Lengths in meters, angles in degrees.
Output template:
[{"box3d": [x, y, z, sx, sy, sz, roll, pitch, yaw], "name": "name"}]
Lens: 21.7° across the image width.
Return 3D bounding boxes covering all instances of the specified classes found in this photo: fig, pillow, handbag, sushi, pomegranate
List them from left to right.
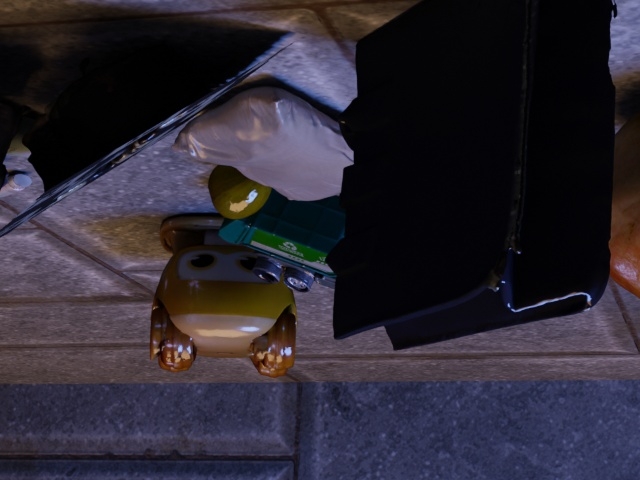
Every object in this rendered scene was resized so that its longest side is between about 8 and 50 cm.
[{"box3d": [-0.233, -0.125, 1.706, 0.296, 0.100, 0.373, -34, -176, -25], "name": "sushi"}, {"box3d": [-0.091, -0.068, 2.007, 0.088, 0.074, 0.074, -31, 149, 33], "name": "fig"}, {"box3d": [-0.038, -0.102, 1.867, 0.173, 0.067, 0.270, -14, 160, 32], "name": "pillow"}, {"box3d": [0.126, -0.067, 1.492, 0.122, 0.303, 0.329, 13, 163, -27], "name": "handbag"}, {"box3d": [0.409, -0.044, 1.721, 0.252, 0.229, 0.270, 9, 155, 4], "name": "pomegranate"}]

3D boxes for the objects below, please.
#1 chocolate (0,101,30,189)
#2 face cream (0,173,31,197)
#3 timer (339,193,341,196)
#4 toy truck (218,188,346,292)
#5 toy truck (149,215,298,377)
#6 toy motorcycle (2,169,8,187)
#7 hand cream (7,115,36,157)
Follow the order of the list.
[{"box3d": [-0.444, -0.042, 1.682, 0.213, 0.303, 0.303, 22, 162, -12], "name": "chocolate"}, {"box3d": [-0.408, -0.067, 2.154, 0.038, 0.020, 0.115, 10, 165, -32], "name": "face cream"}, {"box3d": [0.128, -0.045, 2.086, 0.187, 0.055, 0.144, 12, 163, -15], "name": "timer"}, {"box3d": [0.000, 0.000, 2.081, 0.253, 0.114, 0.124, 19, 158, 15], "name": "toy truck"}, {"box3d": [-0.133, 0.084, 2.340, 0.204, 0.211, 0.288, 2, 170, -2], "name": "toy truck"}, {"box3d": [-0.478, -0.031, 2.065, 0.215, 0.080, 0.122, -29, -176, -4], "name": "toy motorcycle"}, {"box3d": [-0.334, -0.116, 1.896, 0.078, 0.050, 0.205, -8, 167, 35], "name": "hand cream"}]
